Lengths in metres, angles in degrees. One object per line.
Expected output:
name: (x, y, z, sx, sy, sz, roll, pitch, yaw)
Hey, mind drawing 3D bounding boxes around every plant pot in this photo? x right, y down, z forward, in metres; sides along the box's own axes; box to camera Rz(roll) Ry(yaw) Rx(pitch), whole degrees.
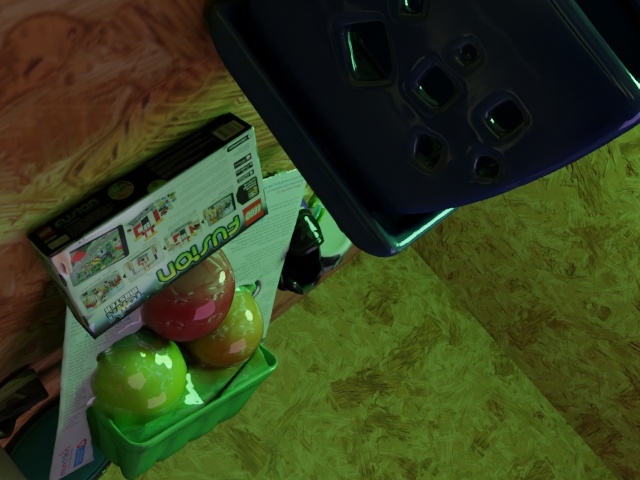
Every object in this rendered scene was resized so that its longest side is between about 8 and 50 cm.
plant pot: (0.079, -0.137, 0.456, 0.212, 0.236, 0.236, -37, 178, 40)

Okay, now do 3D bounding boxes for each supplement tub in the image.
supplement tub: (0.000, 0.000, 1.342, 0.117, 0.117, 0.190, -40, 174, -13)

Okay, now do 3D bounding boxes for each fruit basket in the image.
fruit basket: (-0.168, 0.089, 0.790, 0.327, 0.165, 0.353, -24, 135, -46)

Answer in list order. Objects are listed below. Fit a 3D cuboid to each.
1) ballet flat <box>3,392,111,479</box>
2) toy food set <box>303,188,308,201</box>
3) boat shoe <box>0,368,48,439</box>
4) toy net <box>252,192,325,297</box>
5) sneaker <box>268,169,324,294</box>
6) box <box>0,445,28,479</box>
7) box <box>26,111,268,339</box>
ballet flat: (-0.317, 0.240, 0.911, 0.123, 0.123, 0.349, -47, -173, 43)
toy food set: (-0.053, -0.058, 1.079, 0.082, 0.020, 0.083, -44, 173, 26)
boat shoe: (-0.394, 0.219, 0.809, 0.152, 0.049, 0.056, -42, 173, 9)
toy net: (-0.053, 0.019, 1.153, 0.232, 0.045, 0.122, -61, -166, -23)
sneaker: (-0.070, 0.028, 0.990, 0.102, 0.146, 0.293, -38, 172, -26)
box: (-0.423, 0.261, 0.605, 0.148, 0.121, 0.311, -41, 173, -2)
box: (-0.140, -0.015, 0.594, 0.207, 0.036, 0.114, -38, 146, -26)
